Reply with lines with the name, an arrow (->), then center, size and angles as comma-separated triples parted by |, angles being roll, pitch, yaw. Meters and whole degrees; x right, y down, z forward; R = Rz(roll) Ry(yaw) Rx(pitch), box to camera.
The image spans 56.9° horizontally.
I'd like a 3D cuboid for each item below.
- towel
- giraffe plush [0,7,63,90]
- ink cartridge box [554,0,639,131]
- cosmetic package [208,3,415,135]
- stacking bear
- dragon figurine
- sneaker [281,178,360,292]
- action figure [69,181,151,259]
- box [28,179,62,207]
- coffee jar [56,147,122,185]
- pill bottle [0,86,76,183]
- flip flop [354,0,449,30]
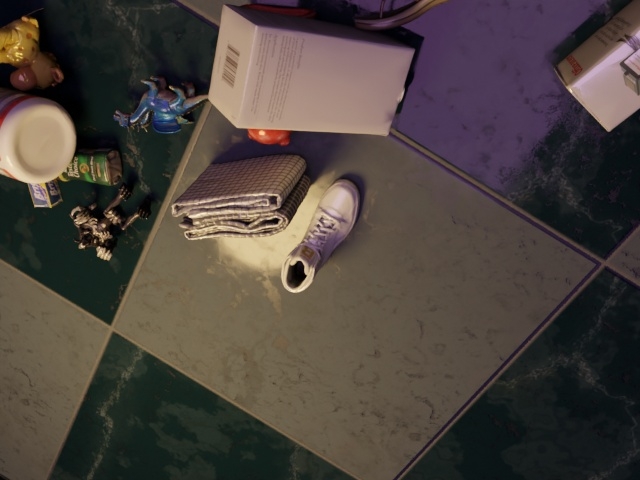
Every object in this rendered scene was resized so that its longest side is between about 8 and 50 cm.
towel -> -0.180, -0.097, 1.407 | 0.283, 0.235, 0.121 | -6, 119, 19
giraffe plush -> -0.729, -0.445, 1.456 | 0.210, 0.181, 0.171 | -31, 118, -9
ink cartridge box -> 0.593, -0.360, 1.076 | 0.121, 0.211, 0.289 | 43, 119, -9
cosmetic package -> -0.014, -0.329, 1.177 | 0.155, 0.365, 0.197 | 46, 129, 43
stacking bear -> -0.111, -0.355, 1.313 | 0.175, 0.164, 0.289 | 10, 121, 11
dragon figurine -> -0.361, -0.312, 1.437 | 0.289, 0.085, 0.144 | 13, 118, 10
sneaker -> 0.000, 0.000, 1.439 | 0.108, 0.169, 0.293 | 28, 118, 3
action figure -> -0.594, -0.039, 1.604 | 0.275, 0.141, 0.164 | -35, 103, 23
box -> -0.774, -0.178, 1.635 | 0.059, 0.054, 0.169 | 2, 116, 15
coffee jar -> -0.627, -0.201, 1.568 | 0.184, 0.079, 0.096 | 6, 116, 13
pill bottle -> -0.815, -0.282, 1.481 | 0.362, 0.210, 0.210 | 18, 119, 23
flip flop -> 0.194, -0.494, 1.179 | 0.277, 0.112, 0.080 | -19, 114, 18
